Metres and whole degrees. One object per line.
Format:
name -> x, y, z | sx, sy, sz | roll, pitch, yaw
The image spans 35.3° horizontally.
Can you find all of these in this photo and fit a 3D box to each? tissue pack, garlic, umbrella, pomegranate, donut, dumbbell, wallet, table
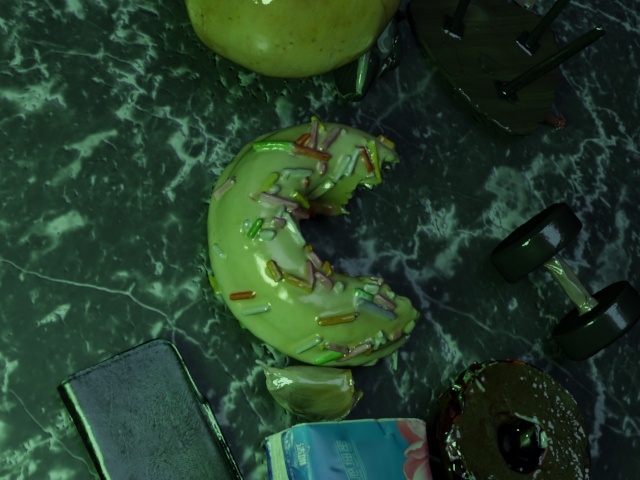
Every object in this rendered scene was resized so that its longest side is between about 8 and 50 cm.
tissue pack -> 0.049, 0.372, 1.302 | 0.209, 0.137, 0.270 | 3, 68, -24
garlic -> -0.018, 0.204, 1.377 | 0.152, 0.066, 0.084 | 8, 105, -2
umbrella -> 0.371, -0.229, 1.789 | 0.165, 0.025, 0.027 | 16, 44, -23
pomegranate -> -0.043, -0.380, 1.496 | 0.338, 0.338, 0.338 | 10, 65, -23
donut -> -0.007, -0.008, 1.426 | 0.307, 0.150, 0.371 | 5, 68, -25
donut -> 0.274, 0.302, 1.470 | 0.269, 0.103, 0.270 | 11, 63, -22
dumbbell -> 0.392, 0.065, 1.600 | 0.152, 0.152, 0.218 | -39, 90, -34
wallet -> -0.193, 0.289, 1.269 | 0.172, 0.045, 0.318 | -23, 82, -30
table -> 0.360, -0.371, 1.687 | 0.317, 0.249, 0.317 | 12, 57, -20

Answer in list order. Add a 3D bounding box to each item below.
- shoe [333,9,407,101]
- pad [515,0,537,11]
shoe -> 0.089, -0.319, 1.645 | 0.112, 0.099, 0.228 | 18, 61, -28
pad -> 0.348, -0.524, 1.914 | 0.188, 0.006, 0.113 | 41, 58, -5
